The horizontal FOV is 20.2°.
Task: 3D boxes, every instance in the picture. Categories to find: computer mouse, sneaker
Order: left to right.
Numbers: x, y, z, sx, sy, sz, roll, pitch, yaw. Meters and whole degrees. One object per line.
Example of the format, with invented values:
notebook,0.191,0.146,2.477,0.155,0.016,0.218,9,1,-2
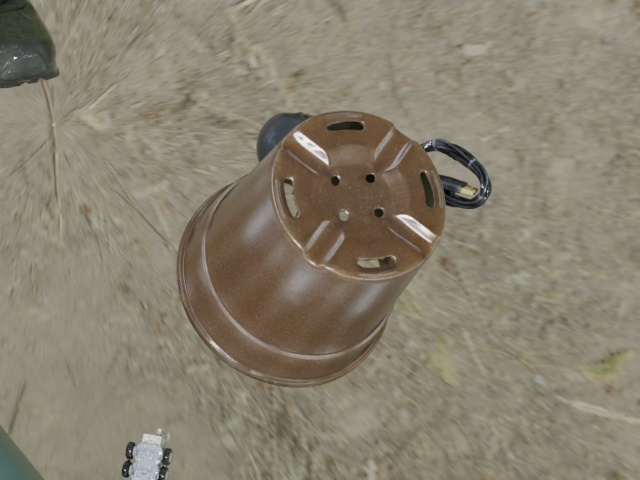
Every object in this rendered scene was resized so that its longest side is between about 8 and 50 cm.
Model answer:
sneaker,-0.306,-0.213,1.531,0.109,0.286,0.130,-13,121,-28
computer mouse,0.040,-0.071,1.587,0.242,0.041,0.071,11,81,31

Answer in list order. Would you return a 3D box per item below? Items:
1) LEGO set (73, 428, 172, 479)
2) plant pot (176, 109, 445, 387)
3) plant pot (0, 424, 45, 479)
LEGO set,-0.141,0.256,1.300,0.244,0.060,0.182,-33,74,0
plant pot,0.000,0.000,1.254,0.167,0.165,0.167,7,67,-17
plant pot,-0.372,0.233,1.444,0.341,0.341,0.334,-33,94,-5
